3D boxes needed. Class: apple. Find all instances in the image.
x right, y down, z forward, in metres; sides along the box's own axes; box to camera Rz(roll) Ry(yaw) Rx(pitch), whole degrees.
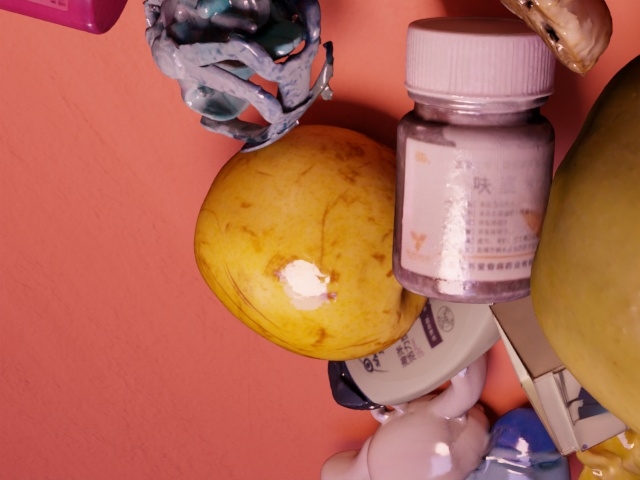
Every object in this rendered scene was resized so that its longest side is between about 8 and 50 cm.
[{"bbox_3d":[0.427,0.012,1.476,0.473,0.474,0.474,12,141,10],"label":"apple"}]

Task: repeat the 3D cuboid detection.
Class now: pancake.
[{"bbox_3d":[0.103,-0.290,1.355,0.387,0.387,0.082,37,97,-20],"label":"pancake"}]

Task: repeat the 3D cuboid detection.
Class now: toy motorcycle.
[{"bbox_3d":[-0.094,-0.196,1.655,0.206,0.154,0.260,57,153,-7],"label":"toy motorcycle"}]

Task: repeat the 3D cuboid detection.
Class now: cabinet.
[{"bbox_3d":[0.326,0.119,1.790,0.206,0.150,0.145,-26,131,0],"label":"cabinet"}]

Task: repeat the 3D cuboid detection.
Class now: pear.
[{"bbox_3d":[0.000,0.000,1.780,0.280,0.281,0.281,12,141,10],"label":"pear"}]

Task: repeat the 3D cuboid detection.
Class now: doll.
[{"bbox_3d":[0.218,0.316,2.146,0.365,0.187,0.376,37,151,-4],"label":"doll"}]

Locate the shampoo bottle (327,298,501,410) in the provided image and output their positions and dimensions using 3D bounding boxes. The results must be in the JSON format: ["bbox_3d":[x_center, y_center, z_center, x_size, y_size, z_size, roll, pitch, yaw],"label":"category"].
[{"bbox_3d":[0.129,0.122,1.966,0.078,0.134,0.359,7,150,-31],"label":"shampoo bottle"}]

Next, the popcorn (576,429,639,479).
[{"bbox_3d":[0.428,0.240,1.907,0.252,0.215,0.286,19,152,-23],"label":"popcorn"}]

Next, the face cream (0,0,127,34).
[{"bbox_3d":[-0.291,-0.315,1.594,0.194,0.175,0.175,17,142,4],"label":"face cream"}]

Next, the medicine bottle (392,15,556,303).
[{"bbox_3d":[0.158,-0.084,1.598,0.165,0.165,0.273,7,107,16],"label":"medicine bottle"}]
